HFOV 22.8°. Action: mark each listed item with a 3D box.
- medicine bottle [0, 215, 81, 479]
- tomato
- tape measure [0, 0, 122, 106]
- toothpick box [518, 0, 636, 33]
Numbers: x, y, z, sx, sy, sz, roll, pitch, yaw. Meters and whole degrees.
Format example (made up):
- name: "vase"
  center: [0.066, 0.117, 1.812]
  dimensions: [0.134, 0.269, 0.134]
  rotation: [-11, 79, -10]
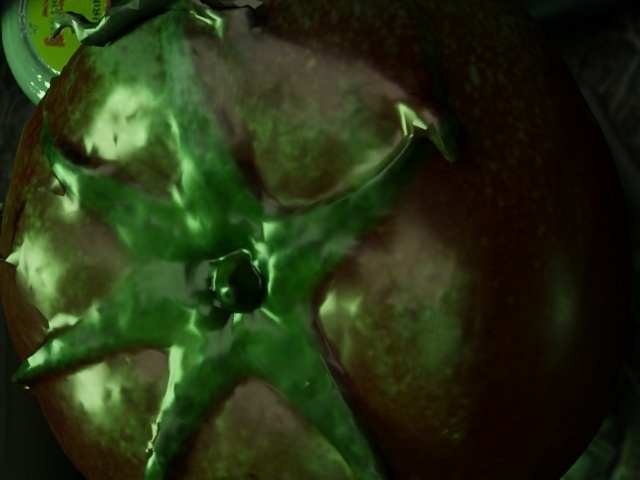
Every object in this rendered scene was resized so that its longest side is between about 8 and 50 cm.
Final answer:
- name: "medicine bottle"
  center: [-0.256, 0.149, 0.886]
  dimensions: [0.245, 0.245, 0.306]
  rotation: [-11, 75, 27]
- name: "tomato"
  center: [0.000, 0.000, 0.767]
  dimensions: [0.303, 0.239, 0.304]
  rotation: [3, 99, 21]
- name: "tape measure"
  center: [-0.117, -0.054, 0.958]
  dimensions: [0.164, 0.084, 0.330]
  rotation: [-2, 84, 29]
- name: "toothpick box"
  center: [0.138, -0.176, 0.815]
  dimensions: [0.184, 0.120, 0.120]
  rotation: [-23, 68, 27]
